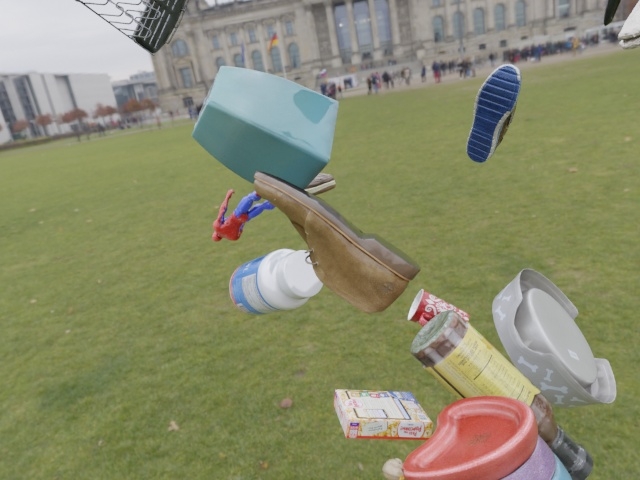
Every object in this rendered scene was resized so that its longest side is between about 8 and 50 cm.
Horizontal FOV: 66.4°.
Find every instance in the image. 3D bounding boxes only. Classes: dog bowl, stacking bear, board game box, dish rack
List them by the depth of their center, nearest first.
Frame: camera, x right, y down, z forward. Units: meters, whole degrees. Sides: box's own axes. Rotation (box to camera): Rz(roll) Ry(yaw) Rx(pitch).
[{"bbox_3d":[0.262,0.370,0.628,0.164,0.288,0.175,-28,-1,43],"label":"stacking bear"},{"bbox_3d":[-0.320,-0.457,0.847,0.074,0.208,0.271,26,1,25],"label":"dish rack"},{"bbox_3d":[0.139,0.397,1.125,0.194,0.045,0.147,6,9,-10],"label":"board game box"},{"bbox_3d":[0.556,0.241,1.187,0.102,0.348,0.349,-42,-2,34],"label":"dog bowl"}]

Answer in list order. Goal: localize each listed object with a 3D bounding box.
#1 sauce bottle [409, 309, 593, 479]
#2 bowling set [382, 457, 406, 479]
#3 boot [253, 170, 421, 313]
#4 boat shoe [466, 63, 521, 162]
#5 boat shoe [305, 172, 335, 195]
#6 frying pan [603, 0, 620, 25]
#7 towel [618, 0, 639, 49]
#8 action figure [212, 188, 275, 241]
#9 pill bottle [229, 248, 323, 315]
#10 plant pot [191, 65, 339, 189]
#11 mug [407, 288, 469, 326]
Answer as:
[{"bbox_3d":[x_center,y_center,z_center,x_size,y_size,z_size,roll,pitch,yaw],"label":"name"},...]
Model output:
[{"bbox_3d":[0.306,0.268,0.824,0.111,0.344,0.111,-45,2,2],"label":"sauce bottle"},{"bbox_3d":[0.171,0.434,0.854,0.154,0.199,0.287,17,-13,-23],"label":"bowling set"},{"bbox_3d":[0.000,0.000,0.777,0.305,0.115,0.112,37,14,10],"label":"boot"},{"bbox_3d":[0.312,-0.231,0.874,0.066,0.183,0.066,35,49,23],"label":"boat shoe"},{"bbox_3d":[-0.077,-0.166,1.304,0.258,0.095,0.095,-1,20,38],"label":"boat shoe"},{"bbox_3d":[0.419,-0.471,0.611,0.053,0.326,0.197,29,70,27],"label":"frying pan"},{"bbox_3d":[0.750,-0.464,0.947,0.187,0.049,0.282,-51,28,-23],"label":"towel"},{"bbox_3d":[-0.189,-0.098,1.263,0.280,0.091,0.139,-37,36,30],"label":"action figure"},{"bbox_3d":[-0.089,0.085,1.007,0.124,0.124,0.222,-24,2,-38],"label":"pill bottle"},{"bbox_3d":[-0.113,-0.215,0.948,0.234,0.165,0.165,22,-35,-21],"label":"plant pot"},{"bbox_3d":[0.379,0.257,1.585,0.169,0.113,0.150,24,51,3],"label":"mug"}]
